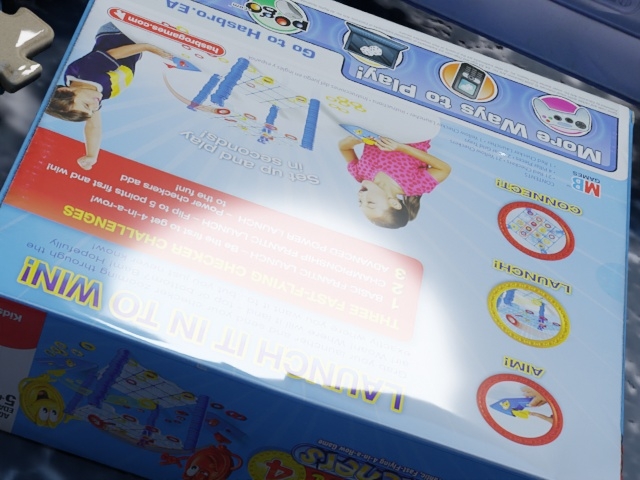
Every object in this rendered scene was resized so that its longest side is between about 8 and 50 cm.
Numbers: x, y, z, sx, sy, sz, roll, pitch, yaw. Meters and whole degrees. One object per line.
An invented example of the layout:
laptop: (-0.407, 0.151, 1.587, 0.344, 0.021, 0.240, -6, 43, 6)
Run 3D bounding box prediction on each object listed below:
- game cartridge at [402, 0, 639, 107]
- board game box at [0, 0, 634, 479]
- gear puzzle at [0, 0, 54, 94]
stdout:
game cartridge: (0.192, -0.208, 1.062, 0.355, 0.230, 0.068, 27, 2, 18)
board game box: (0.000, 0.000, 0.880, 0.308, 0.086, 0.302, 20, 41, -5)
gear puzzle: (-0.295, -0.066, 0.852, 0.175, 0.044, 0.339, 38, 45, 13)
